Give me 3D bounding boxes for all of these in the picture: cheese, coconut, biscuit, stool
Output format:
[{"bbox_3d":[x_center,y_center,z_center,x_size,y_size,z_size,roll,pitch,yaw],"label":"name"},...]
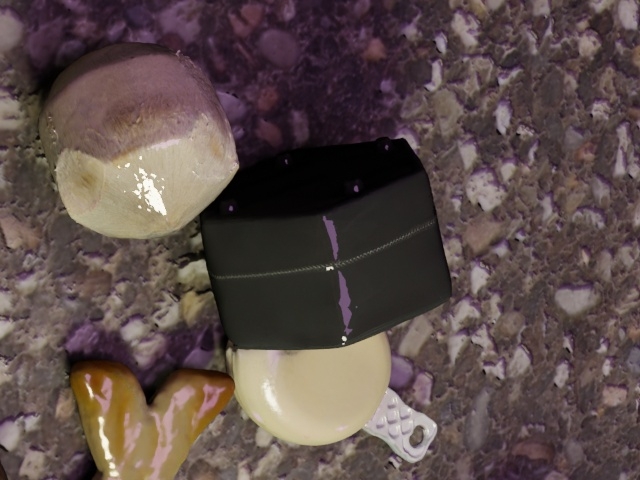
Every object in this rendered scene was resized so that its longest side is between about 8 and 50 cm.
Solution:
[{"bbox_3d":[0.013,0.155,1.737,0.163,0.071,0.249,-42,121,-22],"label":"cheese"},{"bbox_3d":[-0.149,-0.076,1.511,0.161,0.161,0.162,-8,70,-34],"label":"coconut"},{"bbox_3d":[-0.171,0.213,1.629,0.164,0.047,0.207,9,94,-34],"label":"biscuit"},{"bbox_3d":[0.000,0.000,1.609,0.232,0.232,0.141,-25,111,-29],"label":"stool"}]

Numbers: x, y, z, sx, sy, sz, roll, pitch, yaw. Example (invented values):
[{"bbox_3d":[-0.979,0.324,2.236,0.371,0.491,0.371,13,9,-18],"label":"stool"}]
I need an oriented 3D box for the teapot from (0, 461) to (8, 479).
[{"bbox_3d":[-0.297,0.203,1.546,0.080,0.085,0.110,-13,78,-10],"label":"teapot"}]
